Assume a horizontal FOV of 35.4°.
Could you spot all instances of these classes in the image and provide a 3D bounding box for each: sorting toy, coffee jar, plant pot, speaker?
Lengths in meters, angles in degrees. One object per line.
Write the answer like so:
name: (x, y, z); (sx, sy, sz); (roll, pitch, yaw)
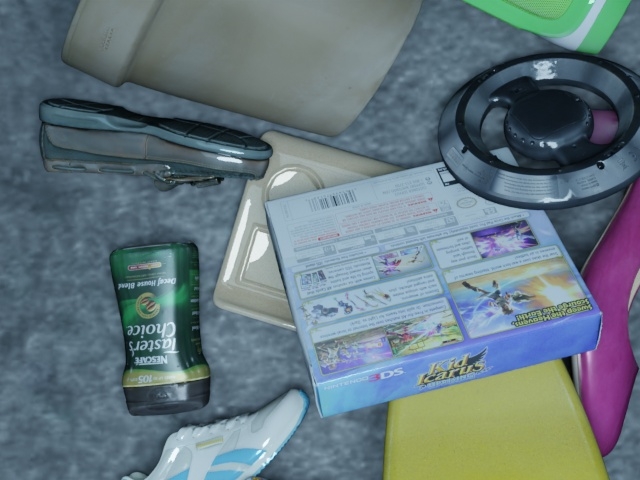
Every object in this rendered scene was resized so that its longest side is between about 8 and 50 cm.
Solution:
sorting toy: (0.000, 0.000, 1.108); (0.193, 0.038, 0.208); (16, 83, 4)
coffee jar: (-0.172, 0.096, 1.089); (0.096, 0.079, 0.184); (-7, 87, 3)
plant pot: (0.159, 0.192, 1.011); (0.212, 0.212, 0.187); (-7, 74, 3)
plant pot: (-0.060, -0.251, 1.007); (0.280, 0.323, 0.323); (29, 89, -11)
speaker: (0.186, -0.312, 1.065); (0.296, 0.131, 0.131); (27, 89, 4)

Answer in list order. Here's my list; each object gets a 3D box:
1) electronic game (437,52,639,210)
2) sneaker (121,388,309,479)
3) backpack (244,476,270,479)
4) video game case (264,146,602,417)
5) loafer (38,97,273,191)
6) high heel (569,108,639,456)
electronic game: (0.235, -0.118, 1.036); (0.229, 0.048, 0.229); (-8, 46, 9)
sneaker: (-0.111, 0.228, 1.077); (0.228, 0.087, 0.092); (-39, 84, -1)
backpack: (-0.028, 0.337, 1.025); (0.188, 0.144, 0.166); (29, 91, -40)
video game case: (0.100, 0.032, 0.985); (0.269, 0.061, 0.244); (-13, 45, -5)
loafer: (-0.183, -0.094, 1.104); (0.267, 0.096, 0.084); (13, 107, 11)
high heel: (0.351, 0.037, 1.032); (0.181, 0.127, 0.377); (2, 84, 14)
